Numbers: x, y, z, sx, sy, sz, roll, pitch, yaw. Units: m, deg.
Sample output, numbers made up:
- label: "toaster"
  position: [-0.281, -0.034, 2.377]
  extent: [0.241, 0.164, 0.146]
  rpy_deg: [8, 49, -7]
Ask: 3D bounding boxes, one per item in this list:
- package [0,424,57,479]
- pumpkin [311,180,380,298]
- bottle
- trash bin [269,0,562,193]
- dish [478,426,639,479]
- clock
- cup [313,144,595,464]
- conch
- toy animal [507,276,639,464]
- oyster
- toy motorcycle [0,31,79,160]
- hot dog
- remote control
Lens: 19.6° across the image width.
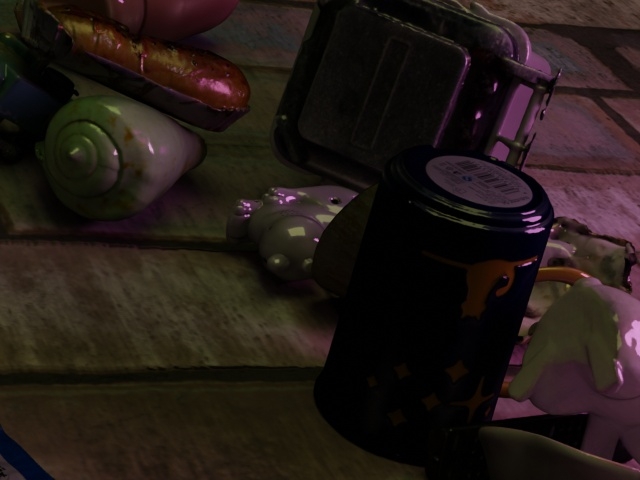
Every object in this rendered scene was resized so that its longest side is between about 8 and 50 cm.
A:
- label: "package"
  position: [-0.324, 0.176, 1.504]
  extent: [0.173, 0.027, 0.171]
  rpy_deg: [-15, 39, -41]
- label: "pumpkin"
  position: [0.112, 0.020, 1.885]
  extent: [0.217, 0.217, 0.110]
  rpy_deg: [-5, 49, -36]
- label: "bottle"
  position: [-0.253, -0.322, 2.398]
  extent: [0.206, 0.173, 0.297]
  rpy_deg: [-7, 16, 31]
- label: "trash bin"
  position: [0.147, -0.158, 2.156]
  extent: [0.296, 0.255, 0.368]
  rpy_deg: [22, 9, 18]
- label: "dish"
  position: [0.225, 0.237, 1.583]
  extent: [0.229, 0.081, 0.229]
  rpy_deg: [21, -13, 5]
- label: "clock"
  position: [0.000, 0.001, 1.972]
  extent: [0.176, 0.080, 0.117]
  rpy_deg: [-3, 31, -32]
- label: "cup"
  position: [0.139, 0.050, 1.750]
  extent: [0.255, 0.256, 0.178]
  rpy_deg: [-9, 35, -42]
- label: "conch"
  position: [-0.223, -0.099, 2.004]
  extent: [0.143, 0.137, 0.250]
  rpy_deg: [-27, 8, 10]
- label: "toy animal"
  position: [0.309, 0.160, 1.694]
  extent: [0.282, 0.140, 0.138]
  rpy_deg: [43, 47, -23]
- label: "oyster"
  position: [0.235, 0.048, 2.010]
  extent: [0.223, 0.083, 0.214]
  rpy_deg: [-22, 33, -26]
- label: "toy motorcycle"
  position: [-0.376, -0.191, 2.052]
  extent: [0.198, 0.109, 0.296]
  rpy_deg: [44, 7, 32]
- label: "hot dog"
  position: [-0.204, -0.197, 2.029]
  extent: [0.270, 0.081, 0.162]
  rpy_deg: [23, -1, -23]
- label: "remote control"
  position: [0.204, 0.190, 1.731]
  extent: [0.245, 0.063, 0.025]
  rpy_deg: [-2, 16, -33]
